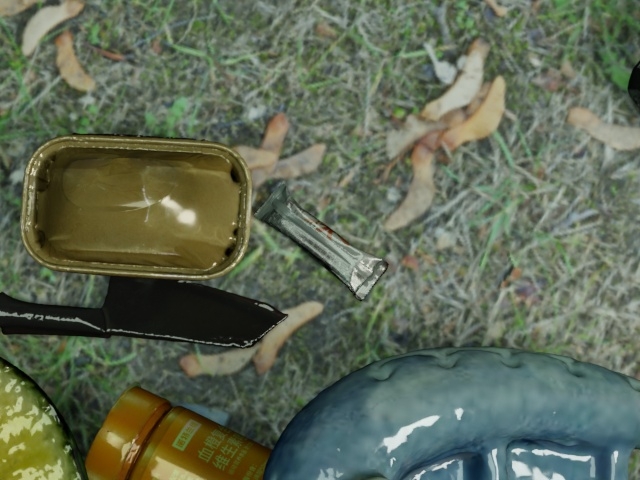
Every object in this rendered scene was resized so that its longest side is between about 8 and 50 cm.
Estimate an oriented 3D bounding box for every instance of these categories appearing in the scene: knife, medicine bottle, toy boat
[{"bbox_3d":[-0.140,0.053,1.364,0.231,0.028,0.060,5,71,6],"label":"knife"},{"bbox_3d":[-0.075,0.190,1.299,0.192,0.096,0.096,26,86,10],"label":"medicine bottle"},{"bbox_3d":[0.123,0.180,1.215,0.330,0.123,0.215,8,84,-16],"label":"toy boat"}]

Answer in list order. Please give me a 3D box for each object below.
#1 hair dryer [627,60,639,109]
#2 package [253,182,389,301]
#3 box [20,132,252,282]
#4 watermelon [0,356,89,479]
[{"bbox_3d":[0.394,-0.077,1.221,0.189,0.107,0.352,-47,57,2],"label":"hair dryer"},{"bbox_3d":[0.000,0.000,1.354,0.110,0.015,0.037,38,88,9],"label":"package"},{"bbox_3d":[-0.138,-0.023,1.330,0.177,0.111,0.111,2,83,7],"label":"box"},{"bbox_3d":[-0.311,0.227,1.280,0.331,0.189,0.330,-1,73,3],"label":"watermelon"}]
